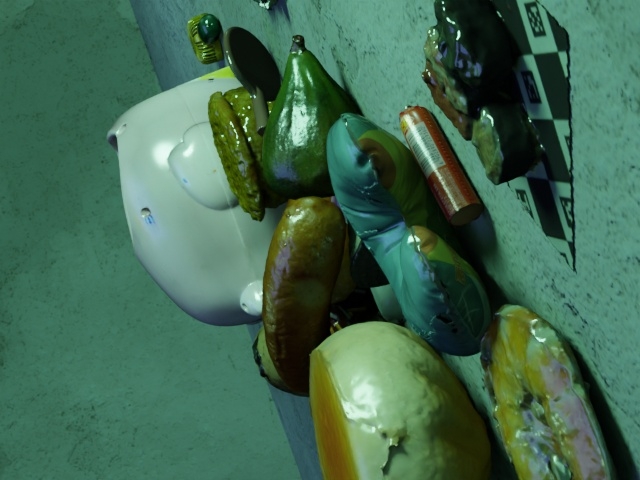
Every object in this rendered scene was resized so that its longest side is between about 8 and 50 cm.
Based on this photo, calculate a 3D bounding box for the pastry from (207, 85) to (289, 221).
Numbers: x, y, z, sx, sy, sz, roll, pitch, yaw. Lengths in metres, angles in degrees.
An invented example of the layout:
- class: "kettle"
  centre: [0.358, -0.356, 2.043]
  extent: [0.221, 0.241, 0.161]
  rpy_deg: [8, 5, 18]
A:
- class: "pastry"
  centre: [-0.082, -0.126, 1.965]
  extent: [0.189, 0.103, 0.189]
  rpy_deg: [159, 90, -80]

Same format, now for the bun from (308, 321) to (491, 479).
- class: "bun"
  centre: [0.095, 0.225, 1.513]
  extent: [0.299, 0.164, 0.299]
  rpy_deg: [168, 90, -81]

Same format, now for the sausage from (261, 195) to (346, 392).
- class: "sausage"
  centre: [-0.019, 0.074, 1.583]
  extent: [0.076, 0.103, 0.302]
  rpy_deg: [28, 146, 22]

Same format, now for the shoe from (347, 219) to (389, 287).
- class: "shoe"
  centre: [0.060, -0.027, 1.503]
  extent: [0.194, 0.074, 0.077]
  rpy_deg: [86, 173, -53]

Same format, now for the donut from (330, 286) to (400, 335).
- class: "donut"
  centre: [0.061, 0.154, 1.787]
  extent: [0.235, 0.089, 0.235]
  rpy_deg: [160, 90, -80]

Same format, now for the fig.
- class: "fig"
  centre: [-0.006, -0.132, 1.558]
  extent: [0.117, 0.117, 0.178]
  rpy_deg: [140, 126, -80]

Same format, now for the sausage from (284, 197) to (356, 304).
- class: "sausage"
  centre: [0.000, 0.000, 1.755]
  extent: [0.238, 0.098, 0.098]
  rpy_deg: [-111, 5, -64]

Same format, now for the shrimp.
- class: "shrimp"
  centre: [0.206, 0.201, 1.162]
  extent: [0.164, 0.062, 0.317]
  rpy_deg: [158, 95, -78]

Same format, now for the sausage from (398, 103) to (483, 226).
- class: "sausage"
  centre: [0.101, -0.071, 1.261]
  extent: [0.034, 0.034, 0.129]
  rpy_deg: [85, 162, -58]

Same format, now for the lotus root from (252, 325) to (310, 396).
- class: "lotus root"
  centre: [-0.016, 0.144, 2.005]
  extent: [0.257, 0.154, 0.140]
  rpy_deg: [113, 142, -71]

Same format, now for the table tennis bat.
- class: "table tennis bat"
  centre: [-0.046, -0.230, 1.843]
  extent: [0.107, 0.119, 0.170]
  rpy_deg: [27, -138, -45]

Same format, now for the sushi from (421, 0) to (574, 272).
- class: "sushi"
  centre: [0.111, -0.116, 1.069]
  extent: [0.231, 0.047, 0.220]
  rpy_deg: [-120, 14, -46]

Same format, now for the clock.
- class: "clock"
  centre: [-0.176, -0.046, 2.216]
  extent: [0.368, 0.250, 0.377]
  rpy_deg: [139, 111, -80]

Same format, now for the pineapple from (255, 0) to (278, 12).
- class: "pineapple"
  centre: [-0.085, -0.309, 1.755]
  extent: [0.124, 0.058, 0.058]
  rpy_deg: [-125, 18, -56]

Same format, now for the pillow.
- class: "pillow"
  centre: [0.079, -0.001, 1.272]
  extent: [0.233, 0.086, 0.214]
  rpy_deg: [63, -176, 18]

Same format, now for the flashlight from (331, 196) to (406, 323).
- class: "flashlight"
  centre: [0.055, 0.002, 1.628]
  extent: [0.093, 0.047, 0.200]
  rpy_deg: [99, 150, -75]

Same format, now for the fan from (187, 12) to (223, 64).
- class: "fan"
  centre: [-0.185, -0.332, 2.320]
  extent: [0.155, 0.039, 0.082]
  rpy_deg: [148, 102, -80]
